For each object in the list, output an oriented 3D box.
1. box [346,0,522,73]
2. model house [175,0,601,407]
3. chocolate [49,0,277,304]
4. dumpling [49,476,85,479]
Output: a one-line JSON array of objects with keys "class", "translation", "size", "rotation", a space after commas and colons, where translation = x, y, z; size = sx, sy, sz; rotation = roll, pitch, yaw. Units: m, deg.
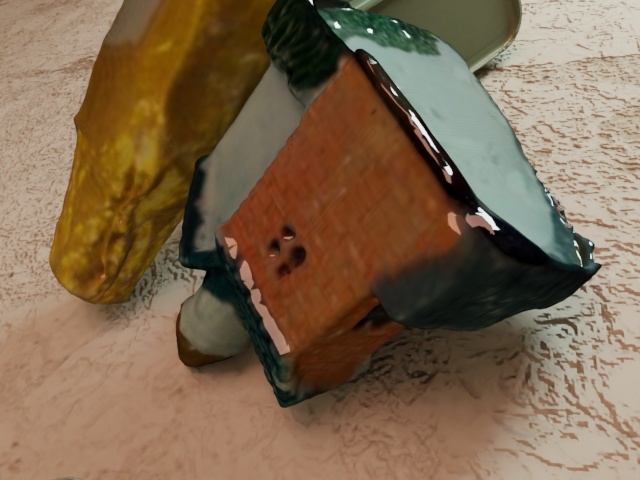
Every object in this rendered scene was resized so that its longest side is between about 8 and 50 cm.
[{"class": "box", "translation": [0.055, -0.214, 0.691], "size": [0.274, 0.138, 0.178], "rotation": [-34, 32, -12]}, {"class": "model house", "translation": [0.000, 0.000, 0.466], "size": [0.291, 0.184, 0.253], "rotation": [-43, 58, 25]}, {"class": "chocolate", "translation": [-0.094, -0.134, 0.519], "size": [0.445, 0.162, 0.162], "rotation": [-57, 38, 15]}, {"class": "dumpling", "translation": [-0.141, 0.229, 0.282], "size": [0.162, 0.132, 0.250], "rotation": [-23, 39, -4]}]
